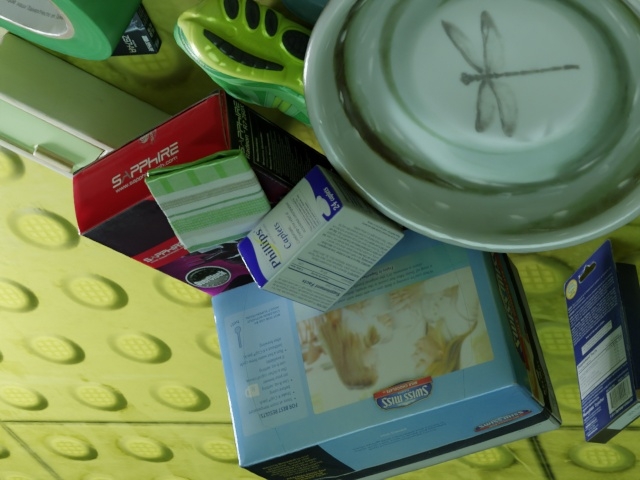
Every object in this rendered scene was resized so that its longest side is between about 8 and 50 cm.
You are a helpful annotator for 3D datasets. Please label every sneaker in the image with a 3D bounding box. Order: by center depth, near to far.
[{"bbox_3d":[-0.032,-0.188,1.487,0.295,0.109,0.123,29,175,-33],"label":"sneaker"}]

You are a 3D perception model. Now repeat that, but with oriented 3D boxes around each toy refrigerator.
[{"bbox_3d":[-0.287,-0.132,1.638,0.270,0.094,0.102,26,144,-20],"label":"toy refrigerator"}]

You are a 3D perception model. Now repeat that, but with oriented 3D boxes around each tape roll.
[{"bbox_3d":[-0.327,-0.291,1.310,0.321,0.077,0.321,27,171,4],"label":"tape roll"}]

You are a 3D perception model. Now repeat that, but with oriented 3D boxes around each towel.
[{"bbox_3d":[-0.117,-0.045,1.472,0.113,0.023,0.152,-15,146,5],"label":"towel"}]

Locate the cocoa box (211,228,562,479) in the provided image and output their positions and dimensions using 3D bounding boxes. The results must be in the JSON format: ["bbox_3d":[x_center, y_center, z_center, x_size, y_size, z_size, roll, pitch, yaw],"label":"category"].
[{"bbox_3d":[0.079,0.148,1.637,0.347,0.231,0.228,-19,154,15],"label":"cocoa box"}]

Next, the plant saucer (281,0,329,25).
[{"bbox_3d":[0.012,-0.268,1.403,0.119,0.021,0.119,9,147,6],"label":"plant saucer"}]

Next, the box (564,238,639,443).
[{"bbox_3d":[0.361,0.124,1.691,0.037,0.225,0.136,6,149,-16],"label":"box"}]

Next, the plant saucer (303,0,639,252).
[{"bbox_3d":[0.186,-0.163,1.393,0.401,0.100,0.400,9,135,9],"label":"plant saucer"}]

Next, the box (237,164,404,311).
[{"bbox_3d":[0.000,0.000,1.511,0.137,0.072,0.126,-45,144,16],"label":"box"}]

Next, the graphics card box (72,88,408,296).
[{"bbox_3d":[-0.084,-0.026,1.622,0.233,0.094,0.371,-26,147,27],"label":"graphics card box"}]

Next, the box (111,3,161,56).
[{"bbox_3d":[-0.225,-0.243,1.521,0.067,0.018,0.083,0,144,19],"label":"box"}]
